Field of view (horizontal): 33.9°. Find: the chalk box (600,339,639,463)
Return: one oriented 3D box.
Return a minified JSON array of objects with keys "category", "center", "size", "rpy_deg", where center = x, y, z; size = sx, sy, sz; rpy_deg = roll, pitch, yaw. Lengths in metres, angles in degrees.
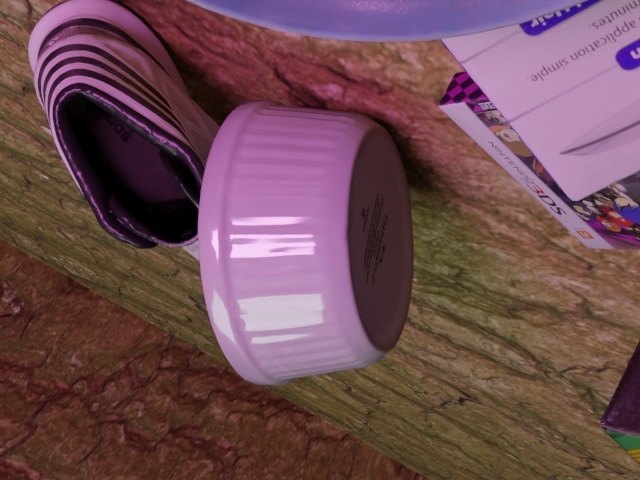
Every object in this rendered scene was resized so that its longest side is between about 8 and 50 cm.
[{"category":"chalk box","center":[0.411,0.139,0.827],"size":[0.179,0.180,0.289],"rpy_deg":[40,161,-29]}]

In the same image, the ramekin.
[{"category":"ramekin","center":[0.000,0.000,0.985],"size":[0.127,0.272,0.273],"rpy_deg":[-2,150,21]}]

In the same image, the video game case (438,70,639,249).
[{"category":"video game case","center":[0.233,-0.062,0.783],"size":[0.210,0.042,0.232],"rpy_deg":[38,161,-28]}]

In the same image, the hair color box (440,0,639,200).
[{"category":"hair color box","center":[0.098,-0.183,0.425],"size":[0.185,0.110,0.339],"rpy_deg":[-28,128,25]}]

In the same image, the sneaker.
[{"category":"sneaker","center":[-0.126,-0.024,1.073],"size":[0.447,0.169,0.257],"rpy_deg":[44,-163,-34]}]

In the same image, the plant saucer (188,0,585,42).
[{"category":"plant saucer","center":[0.024,-0.201,0.302],"size":[0.318,0.043,0.317],"rpy_deg":[0,136,0]}]
